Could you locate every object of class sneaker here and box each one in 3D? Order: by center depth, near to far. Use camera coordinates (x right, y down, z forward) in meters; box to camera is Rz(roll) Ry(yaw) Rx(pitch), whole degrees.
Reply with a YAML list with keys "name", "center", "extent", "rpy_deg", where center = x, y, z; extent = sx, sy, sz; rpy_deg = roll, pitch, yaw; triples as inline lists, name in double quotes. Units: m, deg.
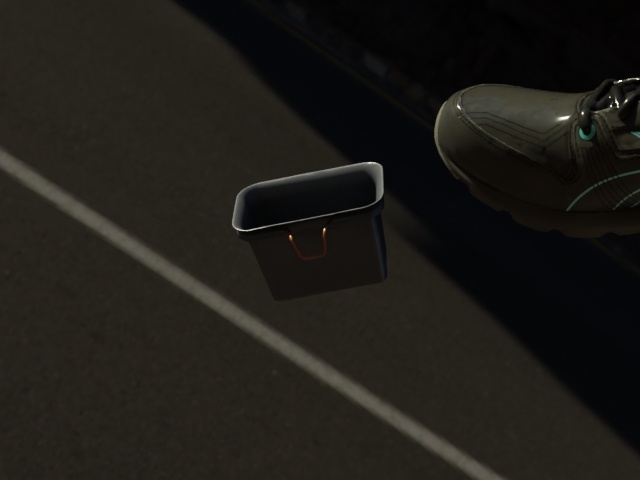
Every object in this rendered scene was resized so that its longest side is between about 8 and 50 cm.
- name: "sneaker"
  center: [0.189, -0.055, 0.598]
  extent: [0.267, 0.106, 0.101]
  rpy_deg: [12, 41, 18]

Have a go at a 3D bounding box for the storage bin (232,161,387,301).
- name: "storage bin"
  center: [0.000, 0.000, 1.060]
  extent: [0.098, 0.135, 0.091]
  rpy_deg: [-87, 163, -59]
